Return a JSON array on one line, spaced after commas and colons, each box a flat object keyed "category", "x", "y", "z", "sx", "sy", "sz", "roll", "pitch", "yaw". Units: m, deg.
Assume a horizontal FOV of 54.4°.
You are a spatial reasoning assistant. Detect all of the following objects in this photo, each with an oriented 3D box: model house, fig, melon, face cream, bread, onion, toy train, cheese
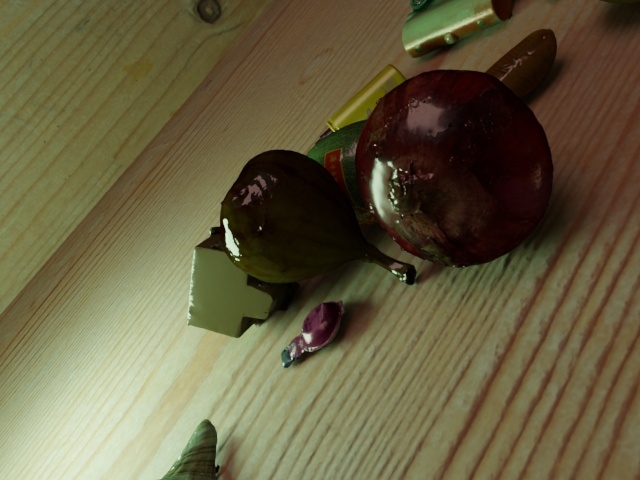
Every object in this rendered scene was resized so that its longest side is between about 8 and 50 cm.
[{"category": "model house", "x": -0.121, "y": 0.059, "z": 1.196, "sx": 0.176, "sy": 0.181, "sz": 0.248, "roll": 15, "pitch": 24, "yaw": 14}, {"category": "fig", "x": 0.000, "y": 0.000, "z": 0.986, "sx": 0.217, "sy": 0.320, "sz": 0.217, "roll": -61, "pitch": -4, "yaw": -7}, {"category": "melon", "x": 0.084, "y": -0.119, "z": 1.090, "sx": 0.287, "sy": 0.182, "sz": 0.182, "roll": -17, "pitch": 40, "yaw": 43}, {"category": "face cream", "x": 0.077, "y": -0.276, "z": 1.399, "sx": 0.273, "sy": 0.078, "sz": 0.078, "roll": -41, "pitch": 30, "yaw": 6}, {"category": "bread", "x": 0.338, "y": -0.286, "z": 1.091, "sx": 0.189, "sy": 0.077, "sz": 0.114, "roll": -38, "pitch": 10, "yaw": 13}, {"category": "onion", "x": 0.178, "y": -0.096, "z": 0.854, "sx": 0.276, "sy": 0.276, "sz": 0.276, "roll": -31, "pitch": 32, "yaw": 23}, {"category": "toy train", "x": 0.304, "y": -0.512, "z": 1.393, "sx": 0.285, "sy": 0.116, "sz": 0.177, "roll": -9, "pitch": 57, "yaw": 45}, {"category": "cheese", "x": -0.013, "y": 0.153, "z": 1.019, "sx": 0.145, "sy": 0.038, "sz": 0.095, "roll": -43, "pitch": 28, "yaw": 16}]

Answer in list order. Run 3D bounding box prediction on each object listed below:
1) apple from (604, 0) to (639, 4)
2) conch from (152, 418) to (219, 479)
[{"category": "apple", "x": 0.548, "y": -0.474, "z": 1.026, "sx": 0.265, "sy": 0.120, "sz": 0.193, "roll": -53, "pitch": 17, "yaw": -20}, {"category": "conch", "x": -0.237, "y": 0.407, "z": 0.861, "sx": 0.203, "sy": 0.170, "sz": 0.386, "roll": 5, "pitch": 53, "yaw": 22}]
